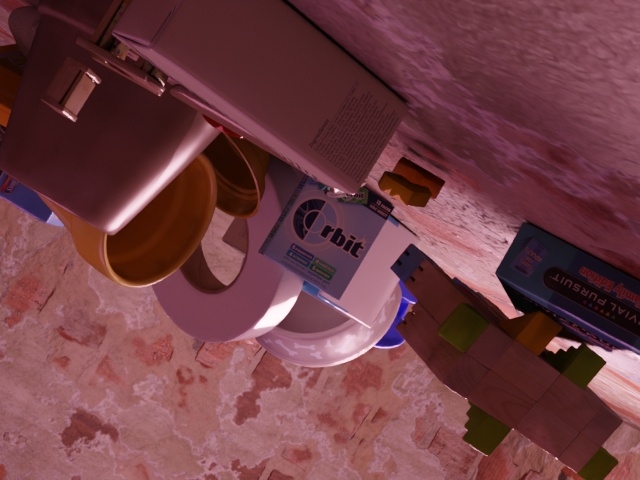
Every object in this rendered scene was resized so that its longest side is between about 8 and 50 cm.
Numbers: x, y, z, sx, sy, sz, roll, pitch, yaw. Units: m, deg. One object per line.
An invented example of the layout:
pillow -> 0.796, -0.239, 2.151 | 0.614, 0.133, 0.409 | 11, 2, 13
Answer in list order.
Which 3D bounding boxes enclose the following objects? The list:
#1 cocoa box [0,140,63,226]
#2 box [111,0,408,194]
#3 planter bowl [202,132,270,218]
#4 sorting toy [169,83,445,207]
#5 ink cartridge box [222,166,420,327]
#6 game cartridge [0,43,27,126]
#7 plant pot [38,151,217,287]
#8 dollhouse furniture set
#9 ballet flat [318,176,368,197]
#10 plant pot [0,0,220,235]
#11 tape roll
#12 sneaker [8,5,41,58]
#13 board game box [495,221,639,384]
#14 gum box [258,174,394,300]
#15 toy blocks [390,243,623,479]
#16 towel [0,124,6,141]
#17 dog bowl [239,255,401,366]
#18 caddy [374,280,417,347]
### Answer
cocoa box -> -0.558, -0.230, 2.324 | 0.228, 0.347, 0.231 | 31, 177, -4
box -> -0.051, -0.159, 1.063 | 0.275, 0.113, 0.094 | 35, 176, -37
planter bowl -> -0.150, -0.150, 1.876 | 0.217, 0.090, 0.217 | 35, 149, 25
sorting toy -> -0.008, -0.112, 1.294 | 0.307, 0.041, 0.229 | 31, -158, 4
ink cartridge box -> 0.000, 0.000, 2.099 | 0.270, 0.197, 0.198 | 28, 176, 38
game cartridge -> -0.452, -0.271, 1.896 | 0.285, 0.053, 0.323 | 29, -150, 31
plant pot -> -0.340, -0.085, 1.859 | 0.239, 0.254, 0.254 | 30, 177, 31
dollhouse furniture set -> -0.194, -0.188, 1.251 | 0.101, 0.182, 0.161 | 30, 176, 13
ballet flat -> 0.038, -0.100, 1.628 | 0.068, 0.072, 0.213 | 4, 179, -4
plant pot -> -0.301, -0.174, 1.567 | 0.323, 0.280, 0.323 | 32, 176, 2
tape roll -> -0.180, -0.009, 2.043 | 0.392, 0.392, 0.072 | 28, -160, 39
sneaker -> -0.403, -0.334, 1.817 | 0.297, 0.111, 0.129 | 25, 158, 30
board game box -> 0.371, 0.104, 1.456 | 0.253, 0.079, 0.336 | 29, 176, 20
gum box -> 0.011, -0.018, 1.864 | 0.157, 0.184, 0.041 | 32, 176, -18
toy blocks -> 0.233, 0.154, 1.536 | 0.381, 0.191, 0.261 | 35, -172, -30
towel -> -0.483, -0.251, 2.035 | 0.235, 0.121, 0.283 | -5, -149, -30
dog bowl -> -0.009, 0.080, 2.305 | 0.348, 0.349, 0.102 | 29, 163, 23
caddy -> 0.077, 0.098, 2.521 | 0.341, 0.241, 0.179 | 33, 169, -24
